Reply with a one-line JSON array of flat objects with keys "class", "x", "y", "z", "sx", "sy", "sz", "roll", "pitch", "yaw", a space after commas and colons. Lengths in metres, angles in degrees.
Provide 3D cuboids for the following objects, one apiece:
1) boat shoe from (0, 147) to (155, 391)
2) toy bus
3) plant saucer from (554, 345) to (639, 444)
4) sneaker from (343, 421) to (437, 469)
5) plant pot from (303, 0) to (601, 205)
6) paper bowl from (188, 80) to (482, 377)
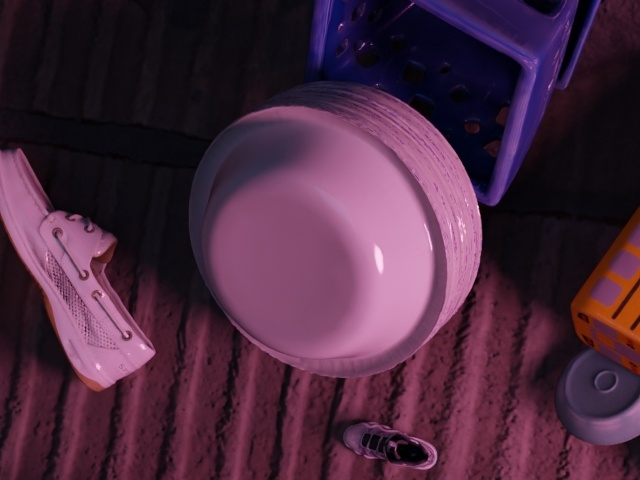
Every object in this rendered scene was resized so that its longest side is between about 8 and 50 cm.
[{"class": "boat shoe", "x": -0.256, "y": 0.016, "z": 1.681, "sx": 0.096, "sy": 0.098, "sz": 0.277, "roll": -27, "pitch": 88, "yaw": 5}, {"class": "toy bus", "x": 0.387, "y": -0.022, "z": 1.543, "sx": 0.130, "sy": 0.108, "sz": 0.332, "roll": 31, "pitch": 76, "yaw": 26}, {"class": "plant saucer", "x": 0.282, "y": 0.142, "z": 1.574, "sx": 0.119, "sy": 0.021, "sz": 0.119, "roll": -17, "pitch": 50, "yaw": 22}, {"class": "sneaker", "x": 0.067, "y": 0.204, "z": 1.608, "sx": 0.098, "sy": 0.069, "sz": 0.038, "roll": 11, "pitch": 83, "yaw": 11}, {"class": "plant pot", "x": 0.141, "y": -0.215, "z": 1.560, "sx": 0.236, "sy": 0.236, "sz": 0.212, "roll": 32, "pitch": 58, "yaw": 14}, {"class": "paper bowl", "x": 0.000, "y": 0.000, "z": 1.546, "sx": 0.284, "sy": 0.148, "sz": 0.284, "roll": 12, "pitch": 118, "yaw": 24}]
